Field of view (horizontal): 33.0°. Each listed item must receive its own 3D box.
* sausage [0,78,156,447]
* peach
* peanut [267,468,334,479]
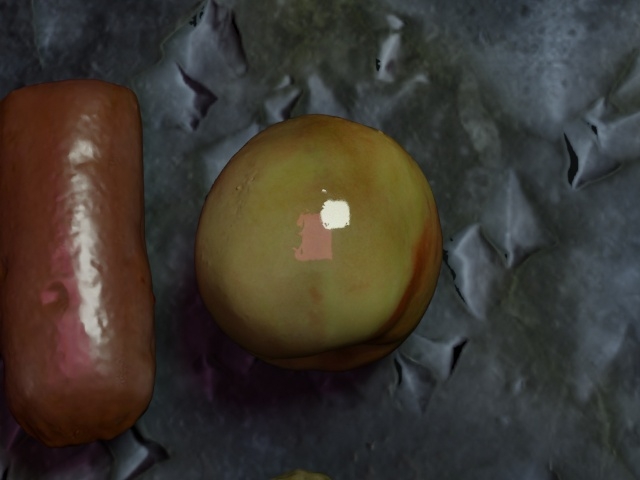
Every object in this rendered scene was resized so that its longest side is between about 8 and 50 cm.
[{"bbox_3d":[-0.178,0.018,0.781,0.113,0.113,0.259,-6,76,1],"label":"sausage"},{"bbox_3d":[0.000,0.000,0.745,0.184,0.184,0.184,0,77,2],"label":"peach"},{"bbox_3d":[-0.040,0.262,0.721,0.095,0.108,0.226,18,80,15],"label":"peanut"}]
